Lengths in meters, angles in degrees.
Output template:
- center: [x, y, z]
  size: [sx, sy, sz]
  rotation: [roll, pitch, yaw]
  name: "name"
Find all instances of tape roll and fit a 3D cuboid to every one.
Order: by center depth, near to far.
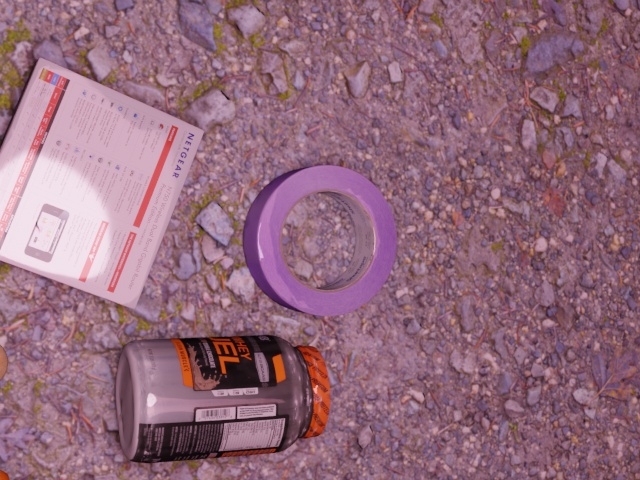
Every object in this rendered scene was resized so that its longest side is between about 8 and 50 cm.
- center: [0.000, 0.000, 1.811]
  size: [0.275, 0.090, 0.275]
  rotation: [-1, 92, -21]
  name: "tape roll"

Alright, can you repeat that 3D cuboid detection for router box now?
- center: [-0.398, -0.090, 1.652]
  size: [0.301, 0.082, 0.335]
  rotation: [24, 82, -21]
  name: "router box"

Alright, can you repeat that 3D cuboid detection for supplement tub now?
- center: [-0.168, 0.267, 1.684]
  size: [0.338, 0.207, 0.207]
  rotation: [0, 91, -23]
  name: "supplement tub"

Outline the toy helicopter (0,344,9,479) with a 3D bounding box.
- center: [-0.580, 0.329, 1.560]
  size: [0.235, 0.140, 0.355]
  rotation: [25, 79, -22]
  name: "toy helicopter"
